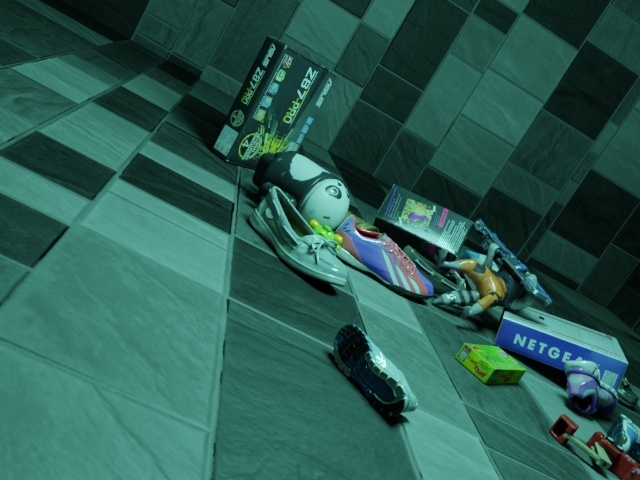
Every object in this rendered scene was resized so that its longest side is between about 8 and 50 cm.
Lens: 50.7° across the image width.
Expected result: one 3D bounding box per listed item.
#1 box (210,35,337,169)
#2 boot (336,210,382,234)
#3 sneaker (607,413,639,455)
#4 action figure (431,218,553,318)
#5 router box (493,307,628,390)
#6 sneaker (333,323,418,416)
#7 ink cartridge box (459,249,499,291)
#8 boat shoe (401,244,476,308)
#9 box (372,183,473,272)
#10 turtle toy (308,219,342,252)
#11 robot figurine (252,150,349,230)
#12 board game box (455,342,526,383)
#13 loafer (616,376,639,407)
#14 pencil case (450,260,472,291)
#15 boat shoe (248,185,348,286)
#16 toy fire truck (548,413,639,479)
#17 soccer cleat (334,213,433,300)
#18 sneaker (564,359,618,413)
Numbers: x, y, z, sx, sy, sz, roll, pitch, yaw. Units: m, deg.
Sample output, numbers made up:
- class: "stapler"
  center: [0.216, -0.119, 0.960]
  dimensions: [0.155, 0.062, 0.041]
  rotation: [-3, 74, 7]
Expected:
- class: "box"
  center: [-0.144, -0.413, 2.156]
  dimensions: [0.097, 0.395, 0.318]
  rotation: [35, 13, 26]
- class: "boot"
  center: [0.051, -0.064, 1.997]
  dimensions: [0.269, 0.089, 0.236]
  rotation: [37, 2, 20]
- class: "sneaker"
  center: [0.713, 0.456, 1.559]
  dimensions: [0.081, 0.080, 0.211]
  rotation: [33, 14, 24]
- class: "action figure"
  center: [0.467, 0.100, 1.916]
  dimensions: [0.330, 0.179, 0.341]
  rotation: [5, 40, -32]
- class: "router box"
  center: [0.672, 0.285, 1.916]
  dimensions: [0.335, 0.082, 0.301]
  rotation: [20, 10, 16]
- class: "sneaker"
  center: [0.092, 0.218, 1.123]
  dimensions: [0.083, 0.071, 0.191]
  rotation: [25, 22, -50]
- class: "ink cartridge box"
  center: [0.505, 0.118, 2.074]
  dimensions: [0.104, 0.060, 0.180]
  rotation: [16, 32, -25]
- class: "boat shoe"
  center: [0.352, 0.112, 1.977]
  dimensions: [0.335, 0.096, 0.112]
  rotation: [24, 15, -28]
- class: "box"
  center: [0.303, -0.025, 2.075]
  dimensions: [0.270, 0.143, 0.165]
  rotation: [27, -29, 10]
- class: "turtle toy"
  center: [0.000, 0.000, 1.642]
  dimensions: [0.095, 0.066, 0.130]
  rotation: [32, -21, 8]
- class: "robot figurine"
  center: [-0.052, -0.134, 1.812]
  dimensions: [0.278, 0.209, 0.174]
  rotation: [37, -24, 24]
- class: "board game box"
  center: [0.396, 0.286, 1.563]
  dimensions: [0.181, 0.043, 0.092]
  rotation: [15, 20, -50]
- class: "loafer"
  center: [0.888, 0.406, 2.107]
  dimensions: [0.096, 0.084, 0.267]
  rotation: [21, 16, -35]
- class: "pencil case"
  center: [0.435, 0.120, 2.161]
  dimensions: [0.209, 0.098, 0.095]
  rotation: [31, -26, 5]
- class: "boat shoe"
  center: [-0.044, -0.008, 1.535]
  dimensions: [0.118, 0.103, 0.320]
  rotation: [17, 19, -46]
- class: "toy fire truck"
  center: [0.580, 0.441, 1.395]
  dimensions: [0.135, 0.047, 0.192]
  rotation: [16, 21, -47]
- class: "soccer cleat"
  center: [0.178, 0.050, 1.778]
  dimensions: [0.318, 0.116, 0.109]
  rotation: [29, 14, -9]
- class: "sneaker"
  center: [0.677, 0.395, 1.705]
  dimensions: [0.095, 0.105, 0.236]
  rotation: [-9, -39, 38]
